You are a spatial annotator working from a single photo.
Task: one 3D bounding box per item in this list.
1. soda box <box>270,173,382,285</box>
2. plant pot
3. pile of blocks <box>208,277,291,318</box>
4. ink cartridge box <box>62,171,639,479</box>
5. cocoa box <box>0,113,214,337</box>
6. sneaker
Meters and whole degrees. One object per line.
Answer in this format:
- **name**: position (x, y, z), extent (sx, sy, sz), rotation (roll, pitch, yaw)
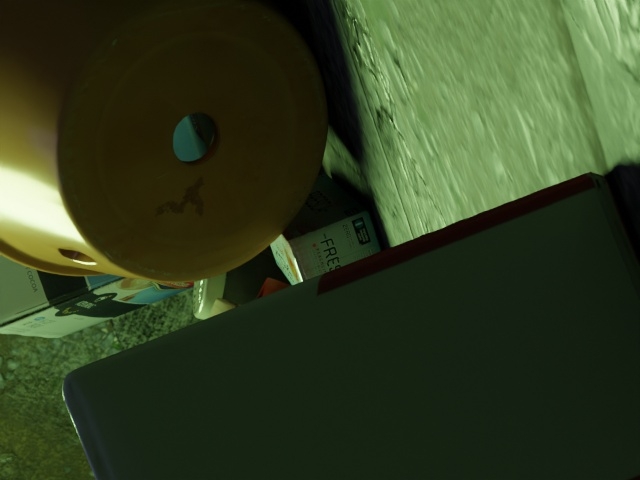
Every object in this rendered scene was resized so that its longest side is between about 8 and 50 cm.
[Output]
- **soda box**: position (0.000, 0.000, 1.413), extent (0.183, 0.063, 0.058), rotation (-130, 19, -76)
- **plant pot**: position (-0.127, -0.096, 1.360), extent (0.203, 0.291, 0.291), rotation (30, 143, 54)
- **pile of blocks**: position (0.029, 0.097, 1.391), extent (0.113, 0.149, 0.362), rotation (-68, 23, 2)
- **ink cartridge box**: position (0.018, 0.077, 0.775), extent (0.273, 0.197, 0.114), rotation (112, 136, -83)
- **cocoa box**: position (-0.219, -0.112, 1.764), extent (0.231, 0.228, 0.347), rotation (34, -144, -81)
- **sneaker**: position (-0.032, -0.032, 1.593), extent (0.083, 0.118, 0.222), rotation (139, 140, -69)
